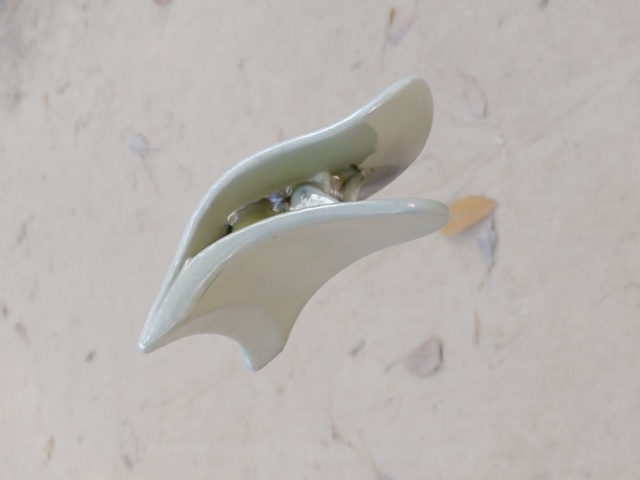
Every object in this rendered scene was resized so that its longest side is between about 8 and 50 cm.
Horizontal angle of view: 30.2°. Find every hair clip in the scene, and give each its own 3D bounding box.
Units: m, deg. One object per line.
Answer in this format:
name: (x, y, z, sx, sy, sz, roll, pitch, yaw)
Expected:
hair clip: (-0.012, -0.012, 0.957, 0.282, 0.172, 0.113, -33, 64, 21)
